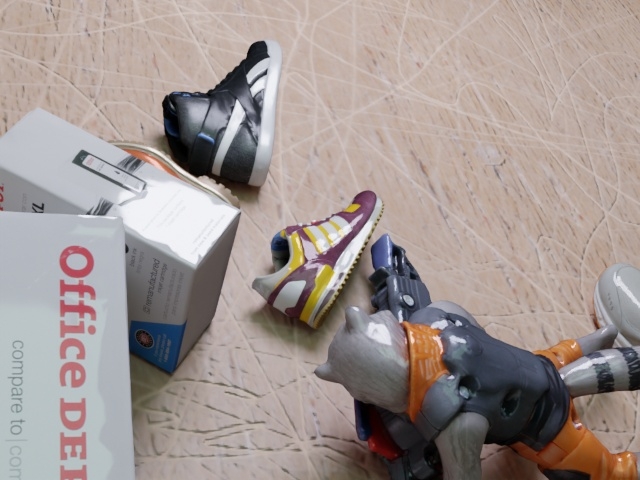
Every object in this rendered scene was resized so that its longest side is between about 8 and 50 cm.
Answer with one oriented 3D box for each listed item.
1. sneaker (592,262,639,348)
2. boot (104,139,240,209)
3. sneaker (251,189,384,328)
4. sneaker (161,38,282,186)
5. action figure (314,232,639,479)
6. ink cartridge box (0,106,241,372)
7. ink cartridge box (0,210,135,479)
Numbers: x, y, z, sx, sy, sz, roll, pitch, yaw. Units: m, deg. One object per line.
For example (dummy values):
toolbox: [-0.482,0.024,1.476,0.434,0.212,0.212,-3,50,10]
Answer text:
sneaker: [0.380,0.105,0.963,0.099,0.121,0.262,-14,53,-31]
boot: [-0.165,-0.040,0.959,0.158,0.059,0.084,26,49,4]
sneaker: [0.000,0.000,0.967,0.084,0.069,0.185,28,43,1]
sneaker: [-0.109,-0.158,1.075,0.121,0.079,0.216,11,46,-11]
action figure: [0.151,0.096,0.859,0.330,0.178,0.341,9,46,-25]
ink cartridge box: [-0.185,0.001,0.844,0.203,0.148,0.086,26,46,8]
ink cartridge box: [-0.318,0.126,0.631,0.385,0.160,0.279,2,59,-19]
